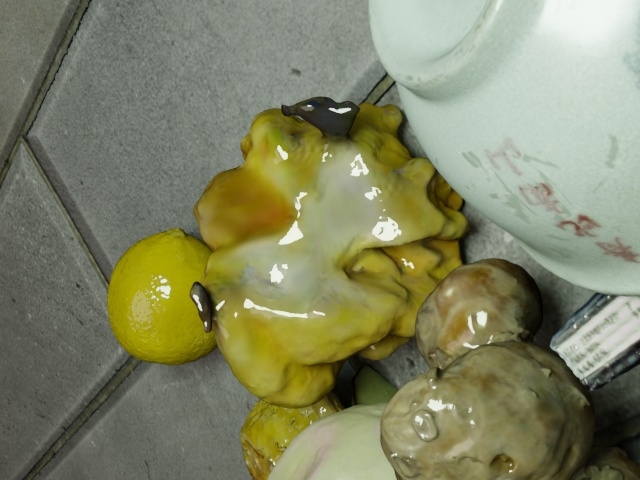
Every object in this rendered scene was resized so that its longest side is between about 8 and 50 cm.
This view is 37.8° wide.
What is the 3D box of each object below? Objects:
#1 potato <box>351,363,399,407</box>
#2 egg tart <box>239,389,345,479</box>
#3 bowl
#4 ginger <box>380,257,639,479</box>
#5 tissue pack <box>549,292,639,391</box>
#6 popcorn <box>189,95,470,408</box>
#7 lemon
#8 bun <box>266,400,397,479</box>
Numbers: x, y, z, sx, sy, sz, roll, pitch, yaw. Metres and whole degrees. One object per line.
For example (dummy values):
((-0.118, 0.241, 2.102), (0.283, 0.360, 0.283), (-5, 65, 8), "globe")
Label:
((0.070, 0.249, 1.157), (0.149, 0.081, 0.120), (39, 129, 28), "potato")
((-0.019, 0.287, 1.179), (0.294, 0.123, 0.294), (50, 156, 32), "egg tart")
((0.160, -0.183, 0.665), (0.435, 0.196, 0.435), (-21, 66, 60), "bowl")
((0.193, 0.202, 0.823), (0.176, 0.256, 0.375), (-35, 85, 33), "ginger")
((0.306, 0.016, 0.741), (0.073, 0.173, 0.235), (52, 137, 15), "tissue pack")
((0.000, 0.000, 1.012), (0.315, 0.281, 0.297), (-35, 72, 8), "popcorn")
((-0.206, 0.077, 1.298), (0.178, 0.178, 0.203), (22, 112, 39), "lemon")
((0.067, 0.344, 0.940), (0.213, 0.361, 0.361), (15, 118, 53), "bun")
